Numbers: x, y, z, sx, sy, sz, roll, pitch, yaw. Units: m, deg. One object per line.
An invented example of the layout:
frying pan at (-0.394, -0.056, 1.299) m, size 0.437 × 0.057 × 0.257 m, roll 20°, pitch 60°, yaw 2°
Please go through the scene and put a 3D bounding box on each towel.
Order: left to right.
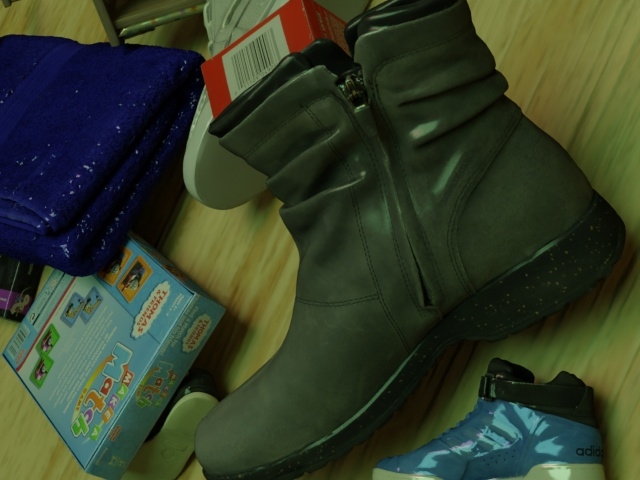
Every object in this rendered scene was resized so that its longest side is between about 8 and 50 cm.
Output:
towel at (-0.257, -0.095, 1.043) m, size 0.308 × 0.076 × 0.228 m, roll 13°, pitch 69°, yaw 43°

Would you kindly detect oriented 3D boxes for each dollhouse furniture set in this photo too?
dollhouse furniture set at (-0.182, -0.249, 1.035) m, size 0.181 × 0.101 × 0.161 m, roll -16°, pitch 37°, yaw 3°

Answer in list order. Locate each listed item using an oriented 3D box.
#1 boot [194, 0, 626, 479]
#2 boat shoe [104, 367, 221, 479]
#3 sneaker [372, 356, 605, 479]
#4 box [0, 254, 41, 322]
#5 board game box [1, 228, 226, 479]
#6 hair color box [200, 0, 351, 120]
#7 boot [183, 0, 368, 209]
boot at (0.000, 0.000, 0.739) m, size 0.338 × 0.223 × 0.118 m, roll -37°, pitch 17°, yaw 14°
boat shoe at (-0.125, 0.155, 0.912) m, size 0.133 × 0.049 × 0.042 m, roll -48°, pitch 28°, yaw 22°
sneaker at (0.103, 0.119, 0.730) m, size 0.152 × 0.058 × 0.085 m, roll -9°, pitch 75°, yaw 32°
box at (-0.308, -0.007, 1.121) m, size 0.116 × 0.029 × 0.162 m, roll 8°, pitch 81°, yaw 40°
board game box at (-0.178, 0.077, 0.950) m, size 0.160 × 0.039 × 0.211 m, roll -58°, pitch 37°, yaw 1°
hair color box at (0.008, -0.098, 0.809) m, size 0.093 × 0.167 × 0.053 m, roll -31°, pitch 57°, yaw 27°
boot at (-0.055, -0.153, 0.941) m, size 0.123 × 0.095 × 0.258 m, roll 25°, pitch 83°, yaw 47°
